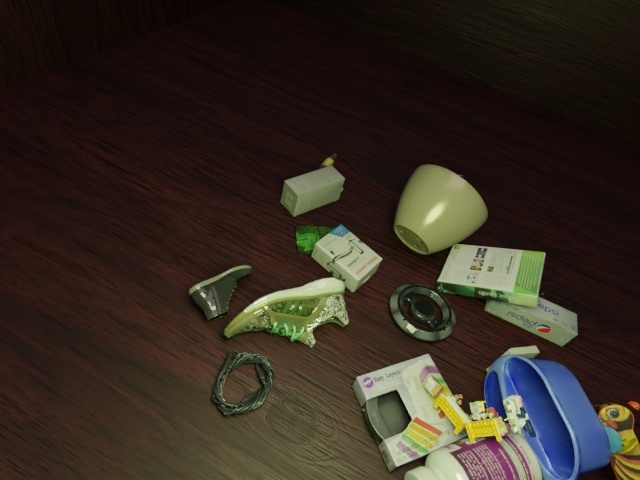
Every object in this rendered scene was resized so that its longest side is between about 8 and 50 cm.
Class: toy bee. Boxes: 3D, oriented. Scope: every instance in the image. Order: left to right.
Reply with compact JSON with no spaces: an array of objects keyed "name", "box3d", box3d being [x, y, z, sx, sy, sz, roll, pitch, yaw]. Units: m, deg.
[{"name":"toy bee","box3d":[0.830,0.526,1.119,0.298,0.162,0.195,60,16,4]}]

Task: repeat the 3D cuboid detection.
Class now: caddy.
[{"name":"caddy","box3d":[0.575,0.476,1.073,0.179,0.241,0.341,7,46,-20]}]

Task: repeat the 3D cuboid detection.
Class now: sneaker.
[{"name":"sneaker","box3d":[-0.291,0.164,1.261,0.222,0.083,0.118,-25,78,-39]},{"name":"sneaker","box3d":[-0.081,0.241,1.201,0.411,0.158,0.181,-16,72,-20]}]

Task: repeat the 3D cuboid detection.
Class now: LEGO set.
[{"name":"LEGO set","box3d":[0.399,0.431,1.026,0.107,0.287,0.132,1,85,-30]}]

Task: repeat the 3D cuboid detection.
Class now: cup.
[{"name":"cup","box3d":[0.416,-0.085,1.519,0.331,0.331,0.237,38,77,19]}]

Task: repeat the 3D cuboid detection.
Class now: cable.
[{"name":"cable","box3d":[-0.209,0.392,1.093,0.151,0.047,0.184,21,45,-2]}]

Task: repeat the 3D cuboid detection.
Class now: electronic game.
[{"name":"electronic game","box3d":[0.344,0.239,1.357,0.230,0.048,0.229,7,46,-7]}]

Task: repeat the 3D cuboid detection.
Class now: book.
[{"name":"book","box3d":[0.588,0.372,1.235,0.097,0.144,0.035,0,49,-15]}]

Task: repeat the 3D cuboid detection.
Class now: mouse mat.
[{"name":"mouse mat","box3d":[0.000,0.000,1.514,0.190,0.007,0.152,2,49,-11]}]

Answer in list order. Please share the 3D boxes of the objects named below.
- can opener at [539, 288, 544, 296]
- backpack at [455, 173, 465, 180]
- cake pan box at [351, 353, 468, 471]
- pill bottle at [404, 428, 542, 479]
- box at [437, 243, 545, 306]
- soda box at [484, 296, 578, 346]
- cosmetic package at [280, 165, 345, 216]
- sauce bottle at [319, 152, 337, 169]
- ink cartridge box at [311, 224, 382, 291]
[{"name":"can opener","box3d":[0.773,0.160,1.486,0.059,0.073,0.186,26,17,6]},{"name":"backpack","box3d":[0.549,-0.229,1.760,0.173,0.158,0.117,-12,34,-40]},{"name":"cake pan box","box3d":[0.246,0.468,1.118,0.267,0.070,0.245,-9,50,-21]},{"name":"pill bottle","box3d":[0.364,0.579,0.978,0.302,0.169,0.169,-8,52,-21]},{"name":"box","box3d":[0.609,0.114,1.434,0.322,0.058,0.232,6,40,33]},{"name":"soda box","box3d":[0.739,0.253,1.414,0.287,0.091,0.098,25,46,9]},{"name":"cosmetic package","box3d":[-0.029,-0.200,1.604,0.238,0.127,0.107,-25,60,-33]},{"name":"sauce bottle","box3d":[0.039,-0.354,1.814,0.042,0.042,0.128,27,50,10]},{"name":"ink cartridge box","box3d":[0.094,0.061,1.423,0.203,0.085,0.148,40,53,18]}]
